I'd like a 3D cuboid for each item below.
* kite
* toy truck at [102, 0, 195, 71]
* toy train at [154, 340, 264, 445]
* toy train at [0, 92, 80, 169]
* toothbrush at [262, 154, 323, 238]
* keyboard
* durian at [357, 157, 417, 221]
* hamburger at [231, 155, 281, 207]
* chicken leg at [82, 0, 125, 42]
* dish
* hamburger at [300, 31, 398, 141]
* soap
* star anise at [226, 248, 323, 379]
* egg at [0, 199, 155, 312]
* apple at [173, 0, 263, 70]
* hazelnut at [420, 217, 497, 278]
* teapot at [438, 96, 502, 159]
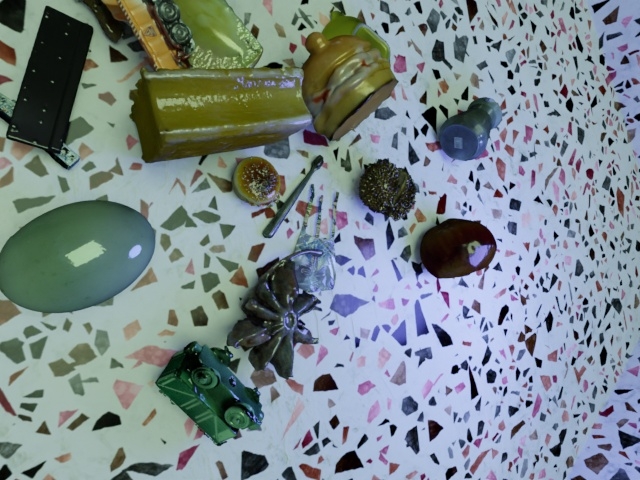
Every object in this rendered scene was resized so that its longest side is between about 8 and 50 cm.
[{"bbox_3d":[-0.001,0.000,1.213,0.169,0.015,0.310,17,82,-30],"label":"kite"},{"bbox_3d":[-0.367,-0.471,0.878,0.135,0.114,0.271,-29,102,-7],"label":"toy truck"},{"bbox_3d":[-0.247,0.353,0.961,0.154,0.115,0.270,-29,110,18],"label":"toy train"},{"bbox_3d":[-0.590,-0.230,0.840,0.207,0.043,0.047,45,64,-23],"label":"toy train"},{"bbox_3d":[-0.073,-0.126,1.164,0.030,0.030,0.297,33,72,1],"label":"toothbrush"},{"bbox_3d":[-0.548,-0.333,0.853,0.100,0.018,0.310,15,72,-34],"label":"keyboard"},{"bbox_3d":[0.204,-0.146,1.247,0.195,0.167,0.196,14,49,-16],"label":"durian"},{"bbox_3d":[-0.163,-0.150,1.077,0.126,0.081,0.141,-27,101,-29],"label":"hamburger"},{"bbox_3d":[-0.495,-0.532,0.901,0.085,0.068,0.198,-48,121,-48],"label":"chicken leg"},{"bbox_3d":[0.121,-0.568,1.248,0.262,0.108,0.221,39,69,-25],"label":"dish"},{"bbox_3d":[0.050,-0.426,1.121,0.276,0.276,0.237,-42,91,-25],"label":"hamburger"},{"bbox_3d":[-0.232,-0.278,0.918,0.334,0.293,0.156,-17,97,-32],"label":"soap"},{"bbox_3d":[-0.108,0.198,1.089,0.359,0.139,0.316,-14,104,-46],"label":"star anise"},{"bbox_3d":[-0.470,0.029,0.814,0.282,0.202,0.203,-24,101,-26],"label":"egg"},{"bbox_3d":[-0.283,-0.481,0.994,0.193,0.120,0.265,-45,101,-10],"label":"apple"},{"bbox_3d":[0.457,0.022,1.392,0.251,0.217,0.217,-20,100,-7],"label":"hazelnut"},{"bbox_3d":[0.542,-0.389,1.482,0.225,0.170,0.203,-44,142,-31],"label":"teapot"}]
